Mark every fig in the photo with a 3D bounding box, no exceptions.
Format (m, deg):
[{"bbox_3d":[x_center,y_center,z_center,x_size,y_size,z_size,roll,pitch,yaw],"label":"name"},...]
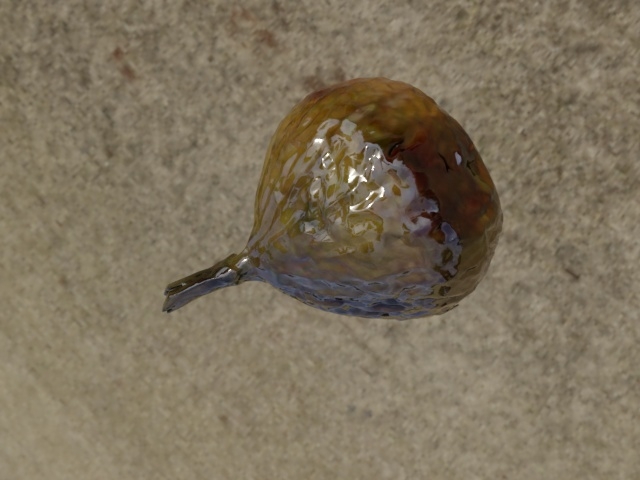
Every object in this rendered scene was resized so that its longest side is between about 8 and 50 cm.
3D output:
[{"bbox_3d":[0.000,0.000,1.125,0.286,0.369,0.286,58,179,2],"label":"fig"}]
